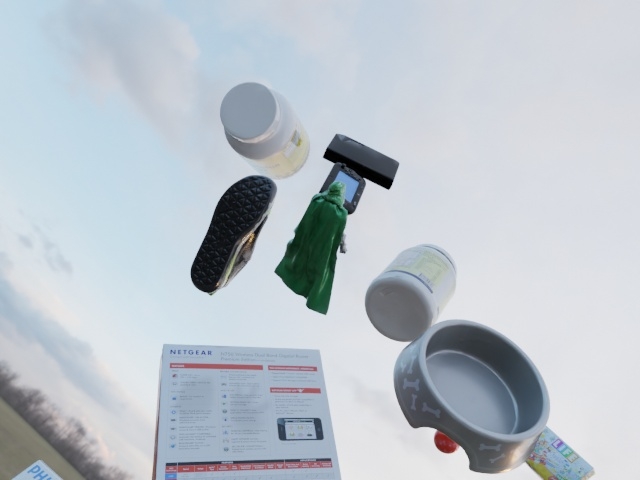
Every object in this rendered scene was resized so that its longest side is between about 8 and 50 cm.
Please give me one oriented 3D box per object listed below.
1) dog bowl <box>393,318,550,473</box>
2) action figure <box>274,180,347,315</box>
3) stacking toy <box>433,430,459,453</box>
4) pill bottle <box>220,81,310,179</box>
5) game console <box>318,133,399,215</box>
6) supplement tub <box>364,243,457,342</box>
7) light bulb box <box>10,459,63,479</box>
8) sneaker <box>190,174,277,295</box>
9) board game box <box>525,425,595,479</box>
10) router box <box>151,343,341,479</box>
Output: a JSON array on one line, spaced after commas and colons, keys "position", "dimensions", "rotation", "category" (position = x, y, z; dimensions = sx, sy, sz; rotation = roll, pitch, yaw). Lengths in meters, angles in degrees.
[{"position": [0.340, 0.322, 1.203], "dimensions": [0.348, 0.348, 0.102], "rotation": [34, -50, 15], "category": "dog bowl"}, {"position": [0.000, 0.000, 0.946], "dimensions": [0.137, 0.063, 0.232], "rotation": [34, -54, 23], "category": "action figure"}, {"position": [0.444, 0.554, 1.862], "dimensions": [0.141, 0.331, 0.141], "rotation": [13, -24, 6], "category": "stacking toy"}, {"position": [-0.144, -0.285, 1.441], "dimensions": [0.187, 0.188, 0.334], "rotation": [36, 0, 12], "category": "pill bottle"}, {"position": [0.094, -0.173, 1.493], "dimensions": [0.213, 0.361, 0.044], "rotation": [26, -53, 0], "category": "game console"}, {"position": [0.307, 0.159, 1.784], "dimensions": [0.235, 0.325, 0.236], "rotation": [12, -64, 26], "category": "supplement tub"}, {"position": [-0.741, 0.808, 1.305], "dimensions": [0.225, 0.361, 0.358], "rotation": [23, -55, 28], "category": "light bulb box"}, {"position": [-0.150, -0.010, 0.964], "dimensions": [0.084, 0.235, 0.097], "rotation": [34, 3, 16], "category": "sneaker"}, {"position": [0.557, 0.528, 1.309], "dimensions": [0.026, 0.103, 0.154], "rotation": [62, -10, -29], "category": "board game box"}, {"position": [-0.145, 0.353, 1.058], "dimensions": [0.335, 0.301, 0.082], "rotation": [6, -46, -17], "category": "router box"}]
